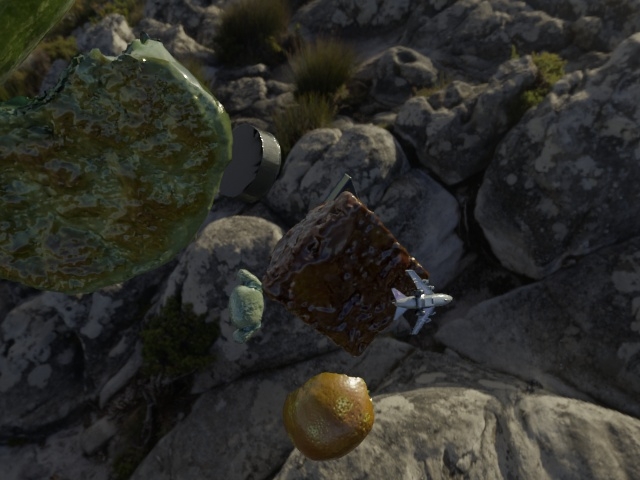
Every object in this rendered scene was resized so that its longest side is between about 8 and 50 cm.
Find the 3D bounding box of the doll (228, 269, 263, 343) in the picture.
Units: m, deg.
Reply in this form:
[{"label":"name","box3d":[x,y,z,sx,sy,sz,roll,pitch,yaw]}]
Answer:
[{"label":"doll","box3d":[-0.213,0.190,1.204,0.104,0.213,0.072,1,-1,-24]}]

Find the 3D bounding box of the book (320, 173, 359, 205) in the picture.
[{"label":"book","box3d":[0.000,0.000,1.478,0.039,0.300,0.427,33,80,22]}]

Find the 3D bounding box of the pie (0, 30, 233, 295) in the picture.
[{"label":"pie","box3d":[-0.280,-0.071,0.474,0.372,0.296,0.078,-12,33,-12]}]

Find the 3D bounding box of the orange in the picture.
[{"label":"orange","box3d":[0.005,0.410,0.963,0.237,0.179,0.158,-39,2,43]}]

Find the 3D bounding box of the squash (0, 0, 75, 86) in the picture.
[{"label":"squash","box3d":[-0.590,-0.309,0.595,0.263,0.263,0.384,33,83,41]}]

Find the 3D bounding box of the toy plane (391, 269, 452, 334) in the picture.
[{"label":"toy plane","box3d":[0.259,0.154,1.057,0.171,0.162,0.065,-3,-2,-11]}]

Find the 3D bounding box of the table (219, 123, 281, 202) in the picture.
[{"label":"table","box3d":[-0.132,-0.137,0.748,0.134,0.043,0.133,-10,75,39]}]

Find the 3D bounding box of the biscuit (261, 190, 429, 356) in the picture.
[{"label":"biscuit","box3d":[0.068,0.093,1.150,0.342,0.395,0.166,-46,30,0]}]
